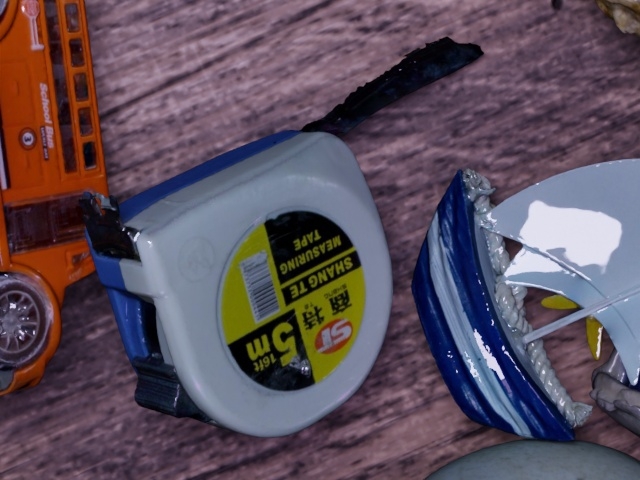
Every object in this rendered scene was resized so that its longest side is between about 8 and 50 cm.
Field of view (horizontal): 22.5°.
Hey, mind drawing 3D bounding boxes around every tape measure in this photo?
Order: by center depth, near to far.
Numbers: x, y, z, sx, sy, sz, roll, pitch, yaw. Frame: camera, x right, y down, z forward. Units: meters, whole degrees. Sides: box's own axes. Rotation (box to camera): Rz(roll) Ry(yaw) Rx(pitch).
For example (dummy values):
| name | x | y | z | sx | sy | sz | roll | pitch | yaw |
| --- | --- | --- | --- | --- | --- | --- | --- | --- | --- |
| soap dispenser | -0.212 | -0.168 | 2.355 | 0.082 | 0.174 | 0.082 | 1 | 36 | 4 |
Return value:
| name | x | y | z | sx | sy | sz | roll | pitch | yaw |
| --- | --- | --- | --- | --- | --- | --- | --- | --- | --- |
| tape measure | 0.000 | 0.000 | 1.183 | 0.351 | 0.098 | 0.215 | -28 | 113 | -32 |

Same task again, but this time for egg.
| name | x | y | z | sx | sy | sz | roll | pitch | yaw |
| --- | --- | --- | --- | --- | --- | --- | --- | --- | --- |
| egg | 0.168 | 0.232 | 1.201 | 0.237 | 0.169 | 0.169 | -1 | 97 | -15 |

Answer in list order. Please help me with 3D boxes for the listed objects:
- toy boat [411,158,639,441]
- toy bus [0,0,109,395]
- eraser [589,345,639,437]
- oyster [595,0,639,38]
| name | x | y | z | sx | sy | sz | roll | pitch | yaw |
| --- | --- | --- | --- | --- | --- | --- | --- | --- | --- |
| toy boat | 0.207 | 0.013 | 1.174 | 0.291 | 0.067 | 0.220 | -28 | 73 | 21 |
| toy bus | -0.231 | -0.062 | 1.113 | 0.153 | 0.143 | 0.329 | -12 | 98 | -47 |
| eraser | 0.370 | 0.173 | 1.230 | 0.332 | 0.155 | 0.101 | 32 | 90 | -11 |
| oyster | 0.218 | -0.229 | 1.199 | 0.079 | 0.129 | 0.345 | -33 | 95 | 40 |
